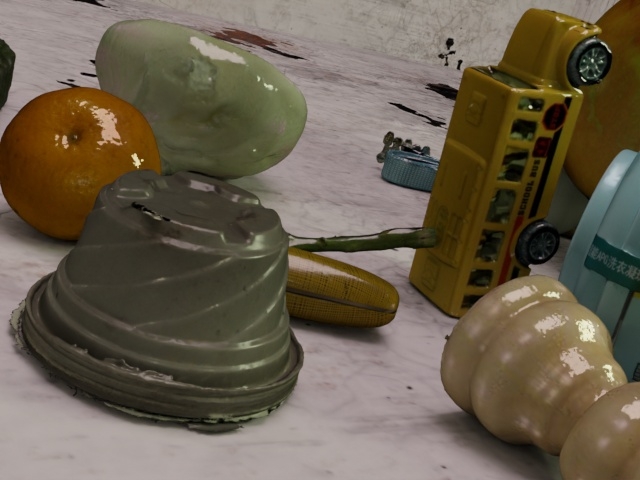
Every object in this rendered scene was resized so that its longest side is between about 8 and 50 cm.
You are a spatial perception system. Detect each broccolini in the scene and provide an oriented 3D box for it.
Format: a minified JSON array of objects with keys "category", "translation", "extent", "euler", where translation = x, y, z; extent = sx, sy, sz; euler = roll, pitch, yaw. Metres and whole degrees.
[{"category":"broccolini","translation":[0.001,-0.004,1.044],"extent":[0.254,0.057,0.071],"euler":[-8,58,-15]}]

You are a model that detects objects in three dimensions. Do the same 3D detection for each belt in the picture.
[{"category":"belt","translation":[0.185,-0.113,1.641],"extent":[0.179,0.065,0.100],"euler":[15,26,-11]}]

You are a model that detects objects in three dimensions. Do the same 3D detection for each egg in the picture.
[{"category":"egg","translation":[0.318,-0.085,1.516],"extent":[0.209,0.151,0.151],"euler":[11,18,-16]}]

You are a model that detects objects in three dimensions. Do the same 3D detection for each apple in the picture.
[{"category":"apple","translation":[0.513,-0.163,1.364],"extent":[0.384,0.374,0.374],"euler":[41,19,1]}]

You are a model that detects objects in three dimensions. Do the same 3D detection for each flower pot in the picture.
[{"category":"flower pot","translation":[-0.112,0.030,0.783],"extent":[0.235,0.140,0.235],"euler":[14,19,-5]}]

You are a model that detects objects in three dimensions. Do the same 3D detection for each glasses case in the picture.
[{"category":"glasses case","translation":[-0.039,0.036,0.952],"extent":[0.234,0.064,0.079],"euler":[14,14,-9]}]

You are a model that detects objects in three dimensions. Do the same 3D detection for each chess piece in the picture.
[{"category":"chess piece","translation":[0.222,0.145,0.766],"extent":[0.143,0.142,0.261],"euler":[3,26,-37]}]

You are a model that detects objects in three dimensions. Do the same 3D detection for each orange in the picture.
[{"category":"orange","translation":[-0.235,-0.071,0.984],"extent":[0.159,0.159,0.136],"euler":[18,-23,3]}]

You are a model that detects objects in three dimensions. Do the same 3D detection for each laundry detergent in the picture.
[{"category":"laundry detergent","translation":[0.401,0.048,0.954],"extent":[0.305,0.287,0.287],"euler":[25,19,22]}]

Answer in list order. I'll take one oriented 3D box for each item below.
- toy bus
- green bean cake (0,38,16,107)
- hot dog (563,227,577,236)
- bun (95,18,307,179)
[{"category":"toy bus","translation":[0.198,-0.082,1.088],"extent":[0.123,0.335,0.121],"euler":[3,22,-25]},{"category":"green bean cake","translation":[-0.499,-0.221,1.294],"extent":[0.183,0.094,0.185],"euler":[14,22,-12]},{"category":"hot dog","translation":[0.456,-0.013,1.599],"extent":[0.216,0.047,0.066],"euler":[17,20,2]},{"category":"bun","translation":[-0.164,-0.161,1.296],"extent":[0.283,0.179,0.283],"euler":[22,-3,1]}]
